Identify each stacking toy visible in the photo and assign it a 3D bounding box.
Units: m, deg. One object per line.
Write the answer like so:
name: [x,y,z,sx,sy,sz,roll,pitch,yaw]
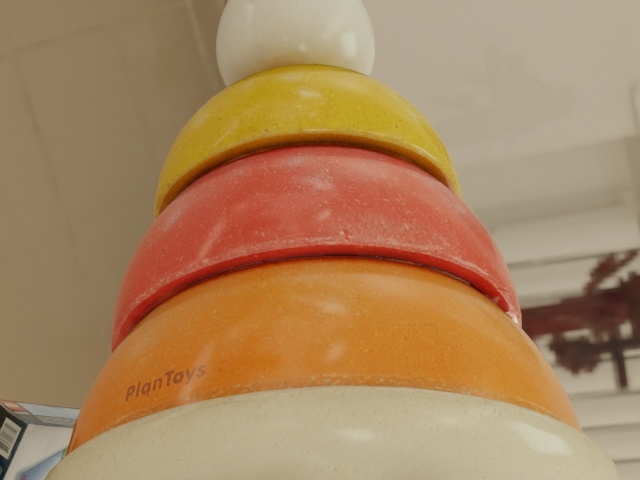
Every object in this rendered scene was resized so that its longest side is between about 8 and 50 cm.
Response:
stacking toy: [0.000,0.000,0.987,0.350,0.351,0.480,40,40,-49]

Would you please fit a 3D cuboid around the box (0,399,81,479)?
box: [-0.235,0.242,1.151,0.159,0.044,0.233,19,97,-58]
